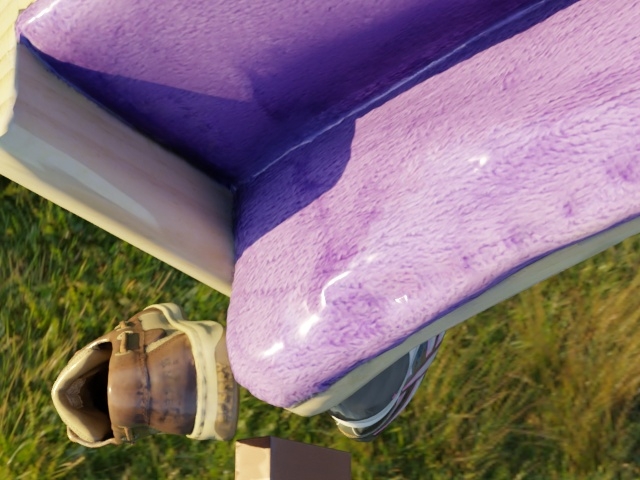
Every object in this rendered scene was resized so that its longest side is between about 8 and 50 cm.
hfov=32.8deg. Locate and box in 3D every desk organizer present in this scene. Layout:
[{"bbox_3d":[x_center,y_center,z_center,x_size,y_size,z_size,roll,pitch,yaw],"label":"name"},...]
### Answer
[{"bbox_3d":[-0.024,0.220,1.033,0.130,0.047,0.050,24,59,-49],"label":"desk organizer"}]

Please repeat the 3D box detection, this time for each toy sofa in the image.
[{"bbox_3d":[0.063,-0.097,0.347,0.150,0.363,0.177,34,37,-45],"label":"toy sofa"}]

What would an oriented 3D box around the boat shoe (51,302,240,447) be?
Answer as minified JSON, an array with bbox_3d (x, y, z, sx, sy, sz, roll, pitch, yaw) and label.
[{"bbox_3d":[-0.171,0.120,0.944,0.123,0.342,0.123,-3,90,-21],"label":"boat shoe"}]

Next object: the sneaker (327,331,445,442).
[{"bbox_3d":[0.053,0.059,0.740,0.072,0.077,0.178,29,63,21],"label":"sneaker"}]
